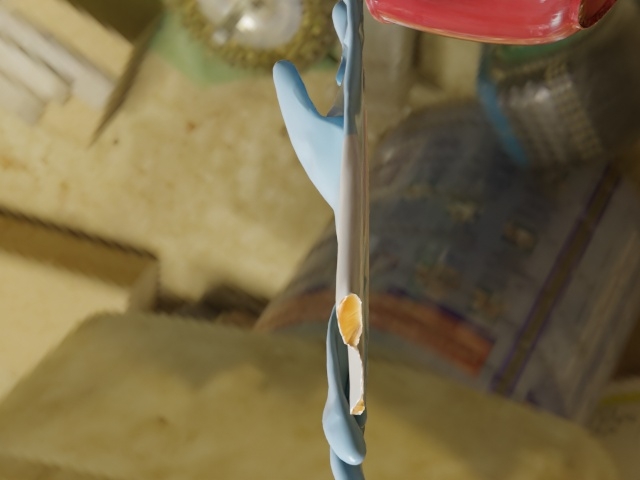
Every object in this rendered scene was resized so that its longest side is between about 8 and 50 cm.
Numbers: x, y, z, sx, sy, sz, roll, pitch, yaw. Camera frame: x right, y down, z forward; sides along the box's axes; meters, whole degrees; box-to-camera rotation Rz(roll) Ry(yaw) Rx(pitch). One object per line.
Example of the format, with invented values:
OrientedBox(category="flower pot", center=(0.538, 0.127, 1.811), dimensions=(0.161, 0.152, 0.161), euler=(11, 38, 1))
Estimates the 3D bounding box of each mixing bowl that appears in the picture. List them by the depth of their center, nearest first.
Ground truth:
OrientedBox(category="mixing bowl", center=(0.112, -0.167, 0.996), dimensions=(0.098, 0.181, 0.181), euler=(33, 134, 18))

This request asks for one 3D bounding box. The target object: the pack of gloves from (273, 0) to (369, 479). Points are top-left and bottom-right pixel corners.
OrientedBox(category="pack of gloves", center=(0.000, 0.000, 0.920), dimensions=(0.046, 0.232, 0.195), euler=(0, 138, 2))
